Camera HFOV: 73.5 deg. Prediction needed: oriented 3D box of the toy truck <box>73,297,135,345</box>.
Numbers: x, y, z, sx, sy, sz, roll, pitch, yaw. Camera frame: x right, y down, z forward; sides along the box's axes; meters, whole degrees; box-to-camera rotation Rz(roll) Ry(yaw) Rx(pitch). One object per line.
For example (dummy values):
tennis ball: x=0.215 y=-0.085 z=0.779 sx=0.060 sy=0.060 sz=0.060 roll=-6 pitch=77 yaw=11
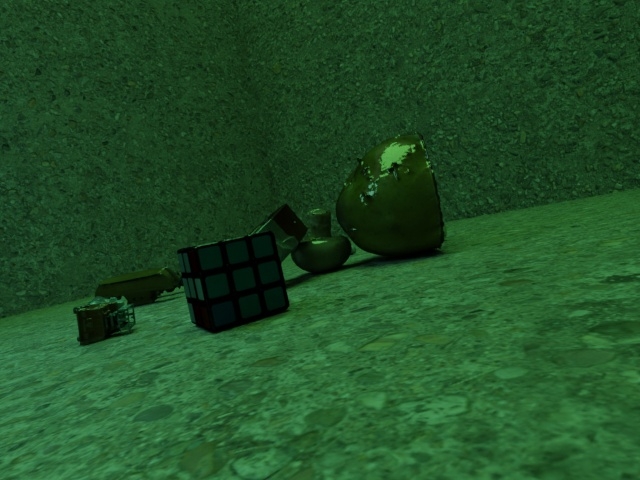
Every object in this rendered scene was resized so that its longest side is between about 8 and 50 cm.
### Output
toy truck: x=-0.497 y=0.180 z=1.007 sx=0.115 sy=0.080 sz=0.178 roll=-7 pitch=1 yaw=-17

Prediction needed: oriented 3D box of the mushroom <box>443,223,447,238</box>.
mushroom: x=0.371 y=-0.024 z=1.644 sx=0.225 sy=0.093 sz=0.116 roll=-7 pitch=21 yaw=-16

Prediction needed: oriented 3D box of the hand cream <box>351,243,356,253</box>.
hand cream: x=0.032 y=0.063 z=1.876 sx=0.255 sy=0.048 sz=0.079 roll=-14 pitch=-6 yaw=-18

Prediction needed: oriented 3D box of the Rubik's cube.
Rubik's cube: x=-0.177 y=0.076 z=0.851 sx=0.161 sy=0.162 sz=0.163 roll=-13 pitch=3 yaw=-30

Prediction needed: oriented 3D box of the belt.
belt: x=-0.167 y=0.027 z=1.259 sx=0.217 sy=0.122 sz=0.338 roll=-32 pitch=13 yaw=40

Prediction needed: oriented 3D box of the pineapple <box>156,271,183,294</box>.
pineapple: x=-0.605 y=0.165 z=1.744 sx=0.277 sy=0.119 sz=0.130 roll=-10 pitch=-17 yaw=-4

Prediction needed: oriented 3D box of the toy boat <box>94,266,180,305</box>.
toy boat: x=-0.671 y=0.178 z=1.568 sx=0.321 sy=0.121 sz=0.089 roll=-12 pitch=26 yaw=8

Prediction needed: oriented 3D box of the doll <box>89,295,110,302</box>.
doll: x=-0.674 y=0.214 z=1.312 sx=0.094 sy=0.079 sz=0.180 roll=-13 pitch=-10 yaw=-29

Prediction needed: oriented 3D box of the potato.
potato: x=0.202 y=-0.132 z=1.394 sx=0.319 sy=0.385 sz=0.442 roll=-12 pitch=7 yaw=5

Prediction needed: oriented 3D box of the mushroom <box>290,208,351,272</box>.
mushroom: x=-0.009 y=0.015 z=1.420 sx=0.206 sy=0.209 sz=0.206 roll=-31 pitch=17 yaw=10
